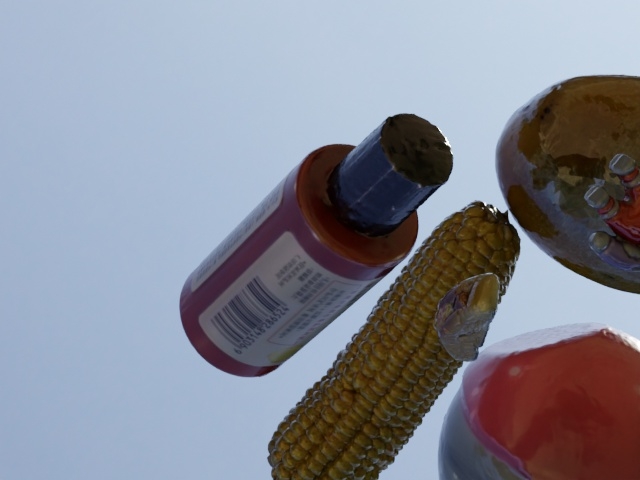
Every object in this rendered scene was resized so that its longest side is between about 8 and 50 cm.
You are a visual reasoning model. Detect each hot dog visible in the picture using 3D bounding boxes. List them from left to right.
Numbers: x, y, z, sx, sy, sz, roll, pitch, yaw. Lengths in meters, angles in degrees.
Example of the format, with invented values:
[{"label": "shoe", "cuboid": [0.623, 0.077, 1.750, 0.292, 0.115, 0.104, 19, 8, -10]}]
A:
[{"label": "hot dog", "cuboid": [0.090, 0.048, 1.116, 0.034, 0.090, 0.030, 8, -117, -1]}]

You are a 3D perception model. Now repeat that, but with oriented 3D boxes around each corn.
[{"label": "corn", "cuboid": [0.072, 0.103, 1.518, 0.102, 0.313, 0.102, 38, -174, -5]}]

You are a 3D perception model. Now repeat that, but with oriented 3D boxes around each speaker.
[{"label": "speaker", "cuboid": [0.250, 0.235, 1.801, 0.294, 0.294, 0.294, 16, -131, -19]}]

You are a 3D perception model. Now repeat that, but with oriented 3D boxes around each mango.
[{"label": "mango", "cuboid": [0.300, -0.033, 1.494, 0.316, 0.193, 0.146, 25, -143, 7]}]

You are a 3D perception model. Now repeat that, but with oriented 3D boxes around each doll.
[{"label": "doll", "cuboid": [0.290, 0.012, 1.374, 0.227, 0.102, 0.075, 40, -179, -30]}]

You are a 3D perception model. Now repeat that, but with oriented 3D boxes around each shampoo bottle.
[{"label": "shampoo bottle", "cuboid": [0.000, 0.000, 1.296, 0.104, 0.278, 0.104, 17, -126, -25]}]
